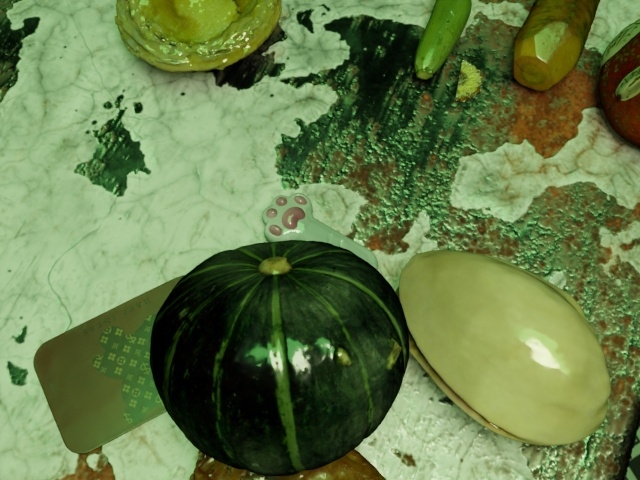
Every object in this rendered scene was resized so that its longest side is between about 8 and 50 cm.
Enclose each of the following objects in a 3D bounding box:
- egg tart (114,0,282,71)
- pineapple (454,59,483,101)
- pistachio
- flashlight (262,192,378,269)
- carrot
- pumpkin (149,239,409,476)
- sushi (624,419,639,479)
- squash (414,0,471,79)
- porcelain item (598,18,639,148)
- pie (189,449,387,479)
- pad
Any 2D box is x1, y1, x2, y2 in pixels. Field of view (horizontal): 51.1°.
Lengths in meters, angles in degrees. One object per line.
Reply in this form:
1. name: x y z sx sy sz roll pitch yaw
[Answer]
1. egg tart: -0.203 -0.389 1.144 0.288 0.118 0.288 1 69 -2
2. pineapple: 0.258 -0.273 1.154 0.045 0.019 0.083 8 69 9
3. pistachio: 0.234 0.137 0.893 0.318 0.193 0.214 32 59 23
4. flashlight: 0.000 0.000 1.024 0.200 0.047 0.093 34 71 13
5. carrot: 0.421 -0.393 1.157 0.114 0.114 0.302 26 68 10
6. pumpkin: -0.049 0.133 0.843 0.323 0.241 0.323 -7 30 4
7. sushi: 0.497 0.338 0.885 0.231 0.047 0.219 30 63 1
8. squash: 0.211 -0.363 1.164 0.066 0.066 0.201 22 70 8
9. porcelain item: 0.570 -0.266 1.041 0.253 0.253 0.253 0 68 0
10. pie: -0.048 0.370 0.851 0.308 0.085 0.308 -2 65 3
11. pad: -0.269 0.174 0.973 0.267 0.004 0.181 -28 70 -11
